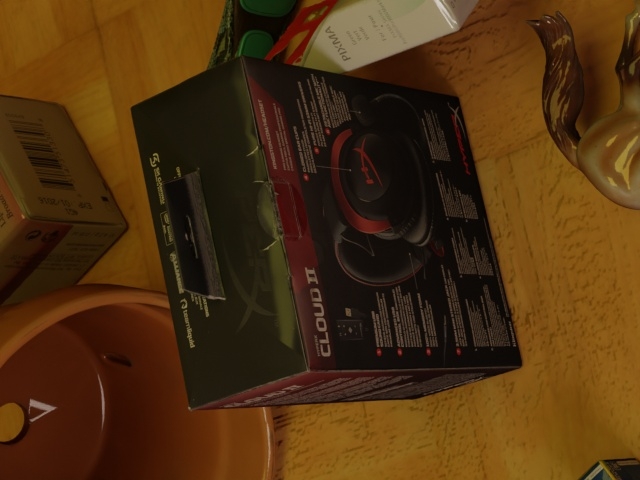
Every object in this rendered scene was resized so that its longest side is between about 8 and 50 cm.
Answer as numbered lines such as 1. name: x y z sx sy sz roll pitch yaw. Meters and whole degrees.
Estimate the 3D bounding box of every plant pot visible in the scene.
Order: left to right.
1. plant pot: -0.209 0.167 1.441 0.203 0.291 0.291 13 96 54

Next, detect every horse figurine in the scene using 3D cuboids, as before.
1. horse figurine: 0.247 -0.070 1.218 0.263 0.066 0.174 24 96 34

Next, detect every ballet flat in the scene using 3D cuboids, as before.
1. ballet flat: -0.059 -0.182 1.462 0.070 0.070 0.188 21 97 36

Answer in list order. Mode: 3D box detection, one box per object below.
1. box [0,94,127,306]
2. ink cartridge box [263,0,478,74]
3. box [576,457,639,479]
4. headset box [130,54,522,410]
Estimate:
1. box: -0.309 -0.001 1.600 0.232 0.127 0.149 -44 63 27
2. ink cartridge box: 0.030 -0.182 1.325 0.224 0.181 0.056 -15 117 35
3. box: 0.233 0.227 1.214 0.054 0.059 0.169 -49 61 22
4. headset box: 0.000 0.000 1.259 0.110 0.293 0.218 -21 76 35
